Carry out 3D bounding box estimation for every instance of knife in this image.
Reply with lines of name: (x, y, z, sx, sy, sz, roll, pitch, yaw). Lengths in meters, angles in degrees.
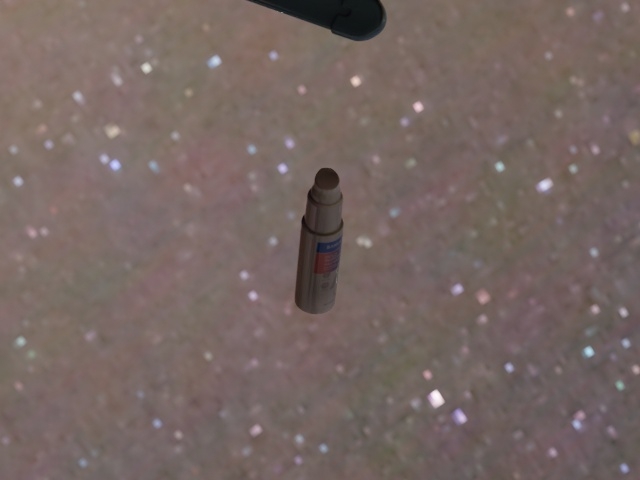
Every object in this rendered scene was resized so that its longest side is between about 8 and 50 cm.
knife: (-0.019, -0.093, 0.656, 0.096, 0.010, 0.027, 21, -97, 18)

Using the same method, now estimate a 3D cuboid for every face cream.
face cream: (0.000, 0.000, 1.377, 0.034, 0.130, 0.034, 3, -138, -3)
